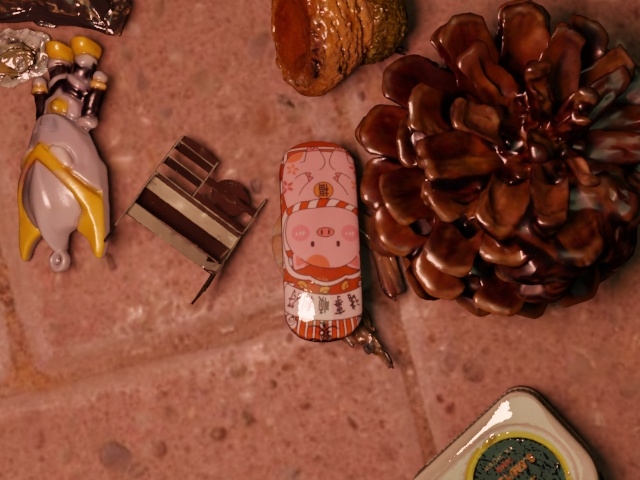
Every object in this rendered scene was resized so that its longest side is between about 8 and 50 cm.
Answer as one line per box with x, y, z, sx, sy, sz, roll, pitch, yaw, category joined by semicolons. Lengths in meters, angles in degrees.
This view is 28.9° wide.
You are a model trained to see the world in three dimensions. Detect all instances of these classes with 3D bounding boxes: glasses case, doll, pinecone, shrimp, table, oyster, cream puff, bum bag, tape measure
0.000;0.000;1.613;0.103;0.067;0.266;-3;74;-2;glasses case
-0.342;-0.115;1.679;0.146;0.103;0.316;2;82;8;doll
0.236;-0.112;1.525;0.398;0.398;0.397;0;87;4;pinecone
0.044;0.047;1.666;0.145;0.059;0.254;-43;80;-9;shrimp
-0.178;-0.029;1.659;0.146;0.062;0.175;37;55;-7;table
-0.427;-0.252;1.730;0.100;0.037;0.098;10;107;-16;oyster
0.038;-0.286;1.646;0.169;0.183;0.183;-9;86;-22;cream puff
-0.376;-0.341;1.707;0.248;0.069;0.102;9;58;7;bum bag
0.242;0.324;1.613;0.235;0.115;0.207;-44;84;9;tape measure
